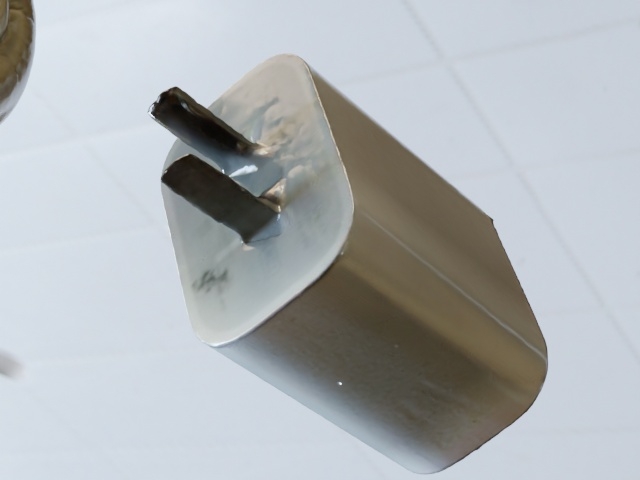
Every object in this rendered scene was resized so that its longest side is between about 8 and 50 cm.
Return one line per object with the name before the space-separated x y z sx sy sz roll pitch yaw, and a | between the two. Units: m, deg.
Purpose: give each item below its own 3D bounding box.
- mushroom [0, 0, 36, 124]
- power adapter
mushroom | -0.307 -0.170 1.063 0.254 0.260 0.234 34 136 -25
power adapter | 0.000 0.000 0.882 0.124 0.187 0.255 -39 130 18
